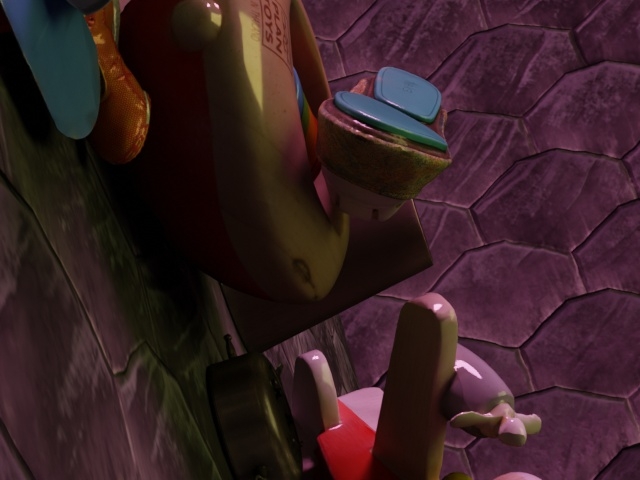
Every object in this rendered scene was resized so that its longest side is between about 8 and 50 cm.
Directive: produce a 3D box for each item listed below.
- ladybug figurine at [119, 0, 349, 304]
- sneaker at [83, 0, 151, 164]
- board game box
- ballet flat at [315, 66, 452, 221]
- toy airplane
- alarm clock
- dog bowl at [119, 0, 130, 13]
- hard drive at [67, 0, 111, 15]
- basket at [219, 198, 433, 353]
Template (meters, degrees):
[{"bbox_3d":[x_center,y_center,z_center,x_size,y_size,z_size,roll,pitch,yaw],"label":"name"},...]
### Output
[{"bbox_3d":[-0.081,-0.099,1.384,0.449,0.162,0.305,65,18,-65],"label":"ladybug figurine"},{"bbox_3d":[-0.180,-0.134,1.189,0.067,0.064,0.175,24,39,-57],"label":"sneaker"},{"bbox_3d":[-0.199,-0.147,1.056,0.133,0.033,0.169,-84,158,-56],"label":"board game box"},{"bbox_3d":[0.053,-0.077,1.376,0.348,0.123,0.123,-59,131,-76],"label":"ballet flat"},{"bbox_3d":[0.098,0.268,1.527,0.386,0.272,0.384,128,-43,-74],"label":"toy airplane"},{"bbox_3d":[-0.055,0.179,1.409,0.192,0.064,0.129,-97,169,-54],"label":"alarm clock"},{"bbox_3d":[-0.137,-0.280,1.667,0.408,0.150,0.408,-19,90,-86],"label":"dog bowl"},{"bbox_3d":[-0.084,-0.296,1.184,0.047,0.233,0.353,42,15,-10],"label":"hard drive"},{"bbox_3d":[0.000,0.000,1.729,0.154,0.227,0.204,-75,146,-83],"label":"basket"}]
